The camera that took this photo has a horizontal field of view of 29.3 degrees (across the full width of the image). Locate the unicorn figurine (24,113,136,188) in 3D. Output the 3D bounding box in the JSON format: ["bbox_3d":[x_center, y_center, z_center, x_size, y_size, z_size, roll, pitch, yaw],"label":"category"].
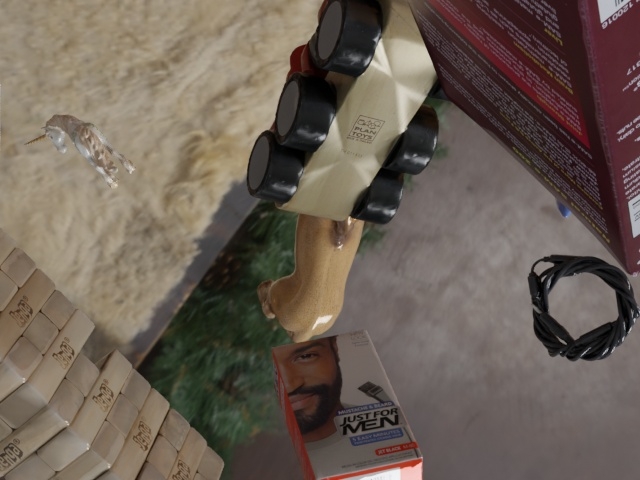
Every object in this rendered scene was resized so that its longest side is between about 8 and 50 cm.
[{"bbox_3d":[-0.274,-0.111,1.448,0.111,0.162,0.060,44,68,-12],"label":"unicorn figurine"}]

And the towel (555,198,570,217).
[{"bbox_3d":[0.356,-0.221,1.516,0.040,0.243,0.336,16,117,0],"label":"towel"}]

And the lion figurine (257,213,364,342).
[{"bbox_3d":[0.000,0.000,1.530,0.142,0.240,0.392,-2,116,-8],"label":"lion figurine"}]

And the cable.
[{"bbox_3d":[0.363,0.096,1.709,0.184,0.047,0.150,6,93,48],"label":"cable"}]

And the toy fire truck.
[{"bbox_3d":[0.040,-0.162,0.999,0.158,0.246,0.217,11,136,-21],"label":"toy fire truck"}]

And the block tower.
[{"bbox_3d":[-0.160,0.106,0.717,0.097,0.091,0.335,-38,104,22],"label":"block tower"}]

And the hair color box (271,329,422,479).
[{"bbox_3d":[0.020,0.155,1.062,0.093,0.167,0.053,-11,126,-11],"label":"hair color box"}]

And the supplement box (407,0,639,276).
[{"bbox_3d":[0.086,-0.092,0.440,0.073,0.239,0.130,-40,62,-2],"label":"supplement box"}]
